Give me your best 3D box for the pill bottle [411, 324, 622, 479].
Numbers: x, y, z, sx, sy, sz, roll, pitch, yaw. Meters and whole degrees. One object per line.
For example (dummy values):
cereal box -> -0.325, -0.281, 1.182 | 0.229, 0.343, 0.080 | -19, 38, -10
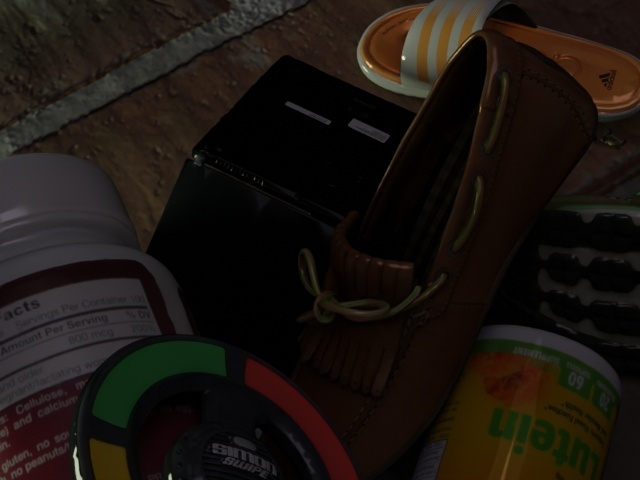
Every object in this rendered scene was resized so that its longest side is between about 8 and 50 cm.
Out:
pill bottle -> 0.132, 0.198, 1.232 | 0.136, 0.136, 0.245 | 15, 62, 9

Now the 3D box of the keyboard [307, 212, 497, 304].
keyboard -> 0.078, -0.012, 1.418 | 0.180, 0.023, 0.108 | 14, 68, 8

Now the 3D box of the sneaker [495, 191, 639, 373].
sneaker -> 0.330, 0.000, 1.370 | 0.411, 0.158, 0.182 | 2, 33, 2

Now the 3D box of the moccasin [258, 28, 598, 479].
moccasin -> 0.056, 0.024, 1.217 | 0.380, 0.147, 0.139 | -56, 37, 12

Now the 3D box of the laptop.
laptop -> 0.000, 0.000, 1.397 | 0.234, 0.136, 0.264 | 26, 44, 12

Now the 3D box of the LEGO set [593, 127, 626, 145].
LEGO set -> 0.263, -0.120, 1.480 | 0.054, 0.023, 0.083 | 29, 78, 18

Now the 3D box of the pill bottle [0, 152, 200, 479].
pill bottle -> -0.178, 0.145, 1.217 | 0.224, 0.224, 0.392 | -19, 62, -10

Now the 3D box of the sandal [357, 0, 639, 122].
sandal -> 0.162, -0.174, 1.464 | 0.265, 0.076, 0.102 | 11, 63, 15

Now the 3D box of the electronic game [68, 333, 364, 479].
electronic game -> -0.060, 0.159, 1.082 | 0.229, 0.048, 0.229 | 25, 40, -23
